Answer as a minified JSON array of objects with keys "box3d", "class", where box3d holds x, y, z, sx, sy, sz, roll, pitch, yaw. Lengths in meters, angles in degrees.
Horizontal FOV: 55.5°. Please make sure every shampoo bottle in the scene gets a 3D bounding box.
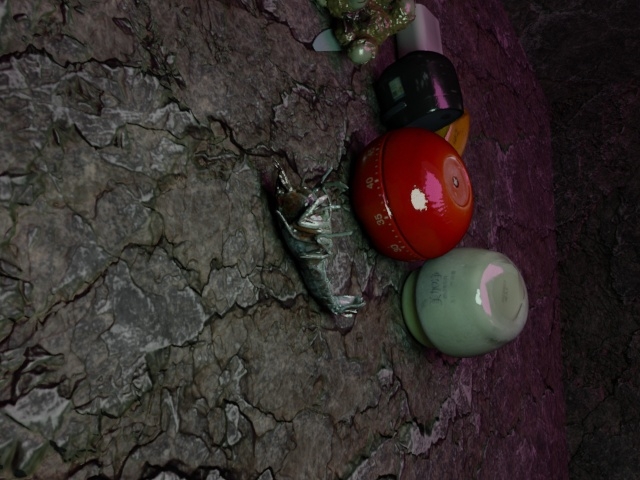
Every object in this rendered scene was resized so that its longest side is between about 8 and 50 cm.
[{"box3d":[0.423,0.177,1.764,0.323,0.317,0.322,12,72,-40],"class":"shampoo bottle"}]

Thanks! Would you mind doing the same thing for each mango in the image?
[{"box3d":[0.405,-0.329,2.074,0.199,0.201,0.350,34,57,-16],"class":"mango"}]

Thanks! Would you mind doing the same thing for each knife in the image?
[{"box3d":[0.069,-0.586,1.797,0.331,0.044,0.080,-17,93,-53],"class":"knife"}]

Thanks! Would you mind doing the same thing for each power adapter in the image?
[{"box3d":[0.358,-0.685,2.180,0.187,0.124,0.255,15,66,-53],"class":"power adapter"}]

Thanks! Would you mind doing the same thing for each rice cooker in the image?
[{"box3d":[0.308,-0.460,1.918,0.267,0.267,0.224,-5,74,-57],"class":"rice cooker"}]

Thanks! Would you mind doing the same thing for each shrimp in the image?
[{"box3d":[-0.005,-0.002,1.383,0.221,0.166,0.410,-108,-173,-70],"class":"shrimp"}]

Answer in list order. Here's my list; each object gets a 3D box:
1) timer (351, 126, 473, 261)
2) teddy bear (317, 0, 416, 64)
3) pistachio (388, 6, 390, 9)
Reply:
[{"box3d":[0.263,-0.129,1.705,0.378,0.279,0.377,22,62,-48],"class":"timer"},{"box3d":[0.112,-0.666,1.736,0.267,0.156,0.256,-43,116,-14],"class":"teddy bear"},{"box3d":[0.150,-0.701,1.878,0.185,0.124,0.124,25,59,-41],"class":"pistachio"}]
